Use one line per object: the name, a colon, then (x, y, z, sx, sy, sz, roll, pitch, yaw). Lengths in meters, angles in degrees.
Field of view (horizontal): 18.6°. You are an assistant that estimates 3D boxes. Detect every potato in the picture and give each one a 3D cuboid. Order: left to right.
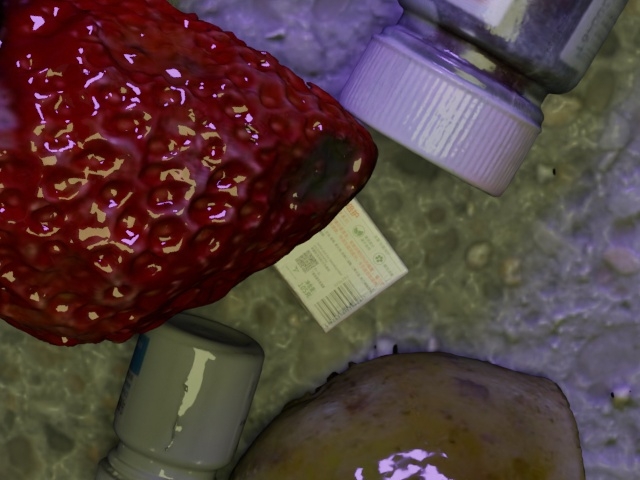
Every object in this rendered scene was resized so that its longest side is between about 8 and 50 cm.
potato: (0.057, 0.261, 1.542, 0.280, 0.213, 0.330, 9, 97, -7)

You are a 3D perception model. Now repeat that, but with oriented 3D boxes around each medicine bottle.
medicine bottle: (-0.115, 0.149, 1.561, 0.105, 0.105, 0.168, 17, 97, -8)
medicine bottle: (0.142, -0.185, 1.504, 0.165, 0.165, 0.273, 31, 95, -9)

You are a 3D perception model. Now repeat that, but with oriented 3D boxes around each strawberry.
strawberry: (-0.147, -0.042, 1.432, 0.310, 0.292, 0.292, 31, 95, 0)

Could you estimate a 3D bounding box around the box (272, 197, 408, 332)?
box: (0.000, 0.000, 1.579, 0.089, 0.043, 0.125, -35, 100, 1)
